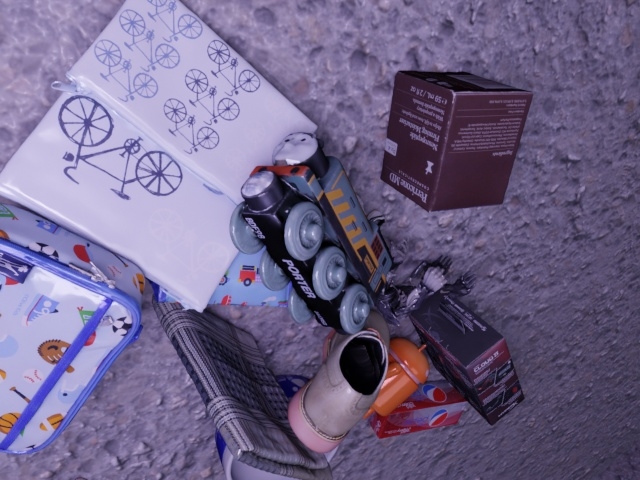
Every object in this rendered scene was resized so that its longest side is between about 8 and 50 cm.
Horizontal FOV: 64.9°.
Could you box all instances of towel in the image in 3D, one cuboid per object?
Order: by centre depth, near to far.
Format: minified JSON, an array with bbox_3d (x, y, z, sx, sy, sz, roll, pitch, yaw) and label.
[{"bbox_3d":[-0.113,0.241,0.825,0.056,0.312,0.324,-41,143,-3],"label":"towel"}]

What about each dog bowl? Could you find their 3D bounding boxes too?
[{"bbox_3d":[-0.092,0.429,1.106,0.265,0.104,0.264,-13,122,-21],"label":"dog bowl"}]

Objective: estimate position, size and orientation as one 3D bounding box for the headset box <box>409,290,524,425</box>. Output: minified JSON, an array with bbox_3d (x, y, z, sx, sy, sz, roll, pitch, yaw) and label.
[{"bbox_3d":[0.329,0.254,1.157,0.110,0.218,0.293,-37,128,-7],"label":"headset box"}]

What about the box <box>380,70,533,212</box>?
[{"bbox_3d":[0.228,-0.178,0.883,0.167,0.168,0.203,-8,120,-25],"label":"box"}]

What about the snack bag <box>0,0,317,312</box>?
[{"bbox_3d":[-0.198,-0.117,0.680,0.323,0.037,0.342,39,75,-29],"label":"snack bag"}]

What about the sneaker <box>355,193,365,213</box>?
[{"bbox_3d":[0.021,0.019,0.947,0.090,0.095,0.234,7,94,-26],"label":"sneaker"}]

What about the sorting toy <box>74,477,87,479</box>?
[{"bbox_3d":[-0.499,0.586,1.020,0.193,0.038,0.208,-37,128,-5],"label":"sorting toy"}]

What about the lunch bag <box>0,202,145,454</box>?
[{"bbox_3d":[-0.365,0.116,0.613,0.243,0.115,0.303,33,106,-26],"label":"lunch bag"}]

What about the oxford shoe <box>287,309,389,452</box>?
[{"bbox_3d":[0.082,0.219,0.927,0.140,0.397,0.146,40,115,1],"label":"oxford shoe"}]

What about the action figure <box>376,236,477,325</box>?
[{"bbox_3d":[0.180,0.076,1.020,0.276,0.164,0.140,-6,130,-36],"label":"action figure"}]

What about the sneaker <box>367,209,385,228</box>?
[{"bbox_3d":[0.094,-0.020,0.987,0.032,0.037,0.083,29,103,-39],"label":"sneaker"}]

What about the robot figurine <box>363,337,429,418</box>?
[{"bbox_3d":[0.158,0.312,1.156,0.219,0.128,0.158,-41,121,-2],"label":"robot figurine"}]

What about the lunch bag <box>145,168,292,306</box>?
[{"bbox_3d":[-0.140,-0.054,0.806,0.221,0.138,0.292,6,102,-29],"label":"lunch bag"}]

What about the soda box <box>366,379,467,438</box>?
[{"bbox_3d":[0.245,0.429,1.293,0.264,0.092,0.083,2,117,-29],"label":"soda box"}]

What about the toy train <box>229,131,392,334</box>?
[{"bbox_3d":[0.000,0.000,0.758,0.190,0.142,0.333,-61,138,-31],"label":"toy train"}]
